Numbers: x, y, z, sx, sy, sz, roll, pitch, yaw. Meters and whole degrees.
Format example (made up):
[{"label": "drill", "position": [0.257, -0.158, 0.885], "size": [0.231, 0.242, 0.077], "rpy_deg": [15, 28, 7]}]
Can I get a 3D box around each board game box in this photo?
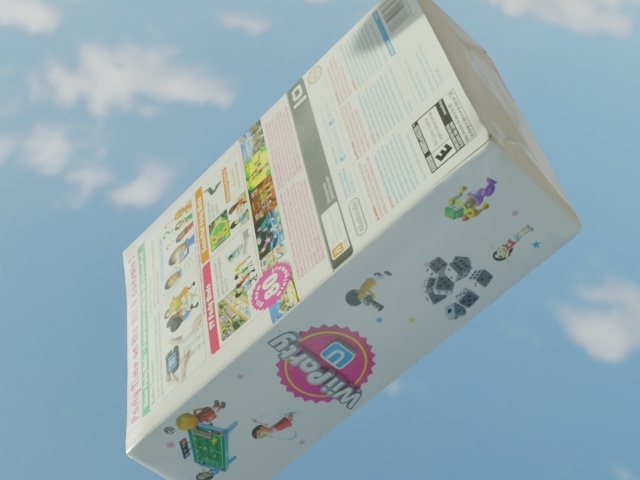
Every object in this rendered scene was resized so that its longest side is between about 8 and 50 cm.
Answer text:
[{"label": "board game box", "position": [0.000, 0.000, 0.829], "size": [0.097, 0.303, 0.224], "rpy_deg": [38, -158, -29]}]
